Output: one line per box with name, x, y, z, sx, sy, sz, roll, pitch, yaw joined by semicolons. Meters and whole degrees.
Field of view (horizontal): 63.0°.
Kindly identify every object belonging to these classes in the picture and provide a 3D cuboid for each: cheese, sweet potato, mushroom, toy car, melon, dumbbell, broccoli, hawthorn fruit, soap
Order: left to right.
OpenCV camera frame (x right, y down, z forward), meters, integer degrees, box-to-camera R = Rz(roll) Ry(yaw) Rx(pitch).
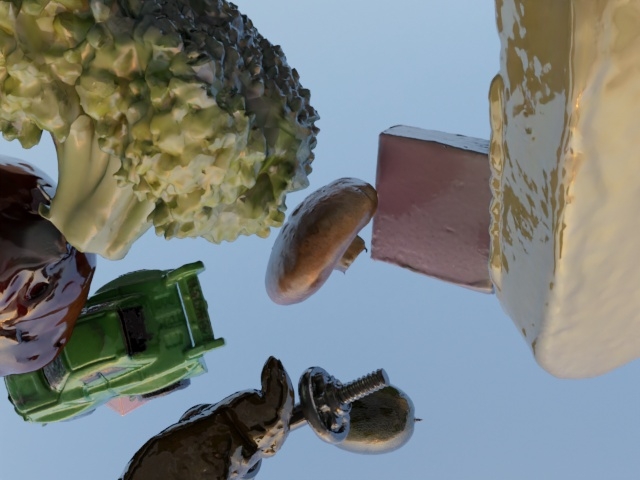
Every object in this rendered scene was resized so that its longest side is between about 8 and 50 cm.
hawthorn fruit;-0.444;0.029;0.668;0.308;0.308;0.325;-26;-155;4
toy car;-0.334;0.163;0.845;0.358;0.176;0.214;-15;-102;-7
broccoli;-0.169;-0.116;0.520;0.347;0.293;0.281;39;-75;5
sweet potato;-0.120;0.233;0.432;0.124;0.098;0.310;29;-113;-14
dumbbell;-0.043;0.188;0.536;0.254;0.110;0.110;-30;-124;17
mushroom;0.000;0.000;0.944;0.146;0.278;0.278;35;-105;-6
melon;0.076;0.278;0.822;0.167;0.114;0.114;1;-117;11
soap;0.247;-0.065;1.059;0.285;0.296;0.107;20;-147;29
cheese;0.263;-0.039;0.409;0.383;0.384;0.104;-25;-144;4

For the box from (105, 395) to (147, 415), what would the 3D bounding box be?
box;-0.404;0.300;1.070;0.125;0.089;0.043;10;-69;35
